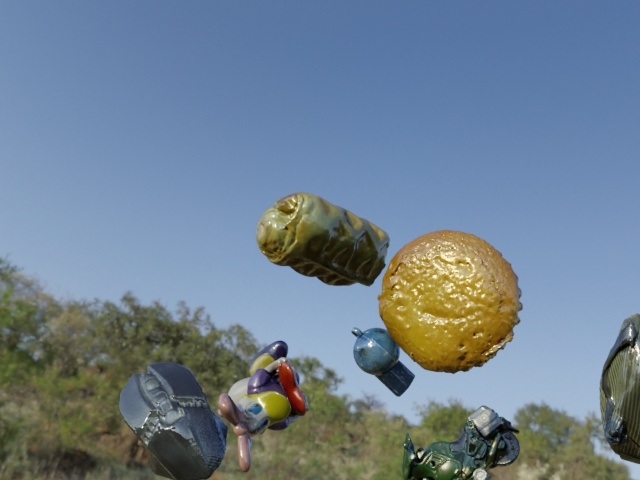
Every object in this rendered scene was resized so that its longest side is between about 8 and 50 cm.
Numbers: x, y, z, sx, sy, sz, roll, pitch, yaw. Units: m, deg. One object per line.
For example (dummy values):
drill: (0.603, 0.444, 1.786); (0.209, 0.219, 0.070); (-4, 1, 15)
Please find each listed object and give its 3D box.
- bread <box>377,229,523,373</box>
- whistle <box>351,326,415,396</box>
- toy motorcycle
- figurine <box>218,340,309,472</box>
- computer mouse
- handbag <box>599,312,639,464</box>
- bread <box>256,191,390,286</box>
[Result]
bread: (0.213, 0.098, 1.104); (0.239, 0.240, 0.139); (3, -5, 28)
whistle: (0.111, 0.207, 1.183); (0.158, 0.090, 0.090); (43, -26, -7)
toy motorcycle: (0.282, 0.451, 1.428); (0.187, 0.274, 0.125); (50, -8, 35)
figurine: (-0.132, 0.339, 1.442); (0.193, 0.154, 0.421); (-21, 2, -5)
computer mouse: (-0.190, 0.224, 0.860); (0.192, 0.105, 0.062); (45, -24, 35)
handbag: (0.744, 0.325, 1.472); (0.247, 0.341, 0.240); (9, -9, 23)
bread: (0.000, 0.000, 1.232); (0.267, 0.152, 0.130); (23, 23, -47)
